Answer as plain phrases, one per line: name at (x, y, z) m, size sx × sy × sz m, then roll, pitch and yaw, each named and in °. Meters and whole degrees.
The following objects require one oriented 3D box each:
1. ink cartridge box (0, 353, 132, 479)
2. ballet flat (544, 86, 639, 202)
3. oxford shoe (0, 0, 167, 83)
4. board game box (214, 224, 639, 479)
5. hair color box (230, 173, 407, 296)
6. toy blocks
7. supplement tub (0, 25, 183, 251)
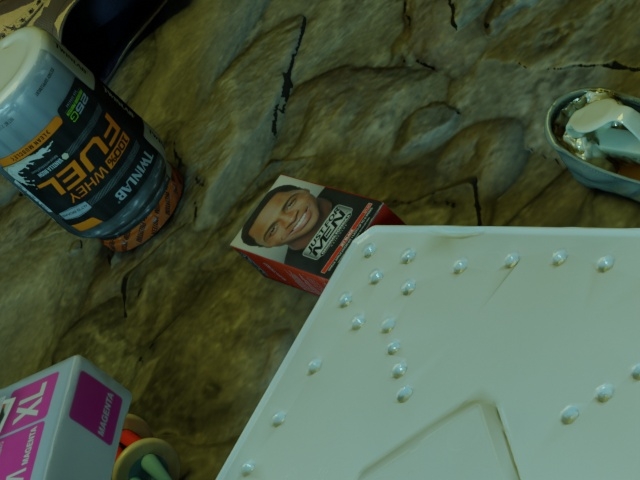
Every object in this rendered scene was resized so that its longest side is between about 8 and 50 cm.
ink cartridge box at (-0.267, 0.205, 1.118) m, size 0.311 × 0.065 × 0.186 m, roll -26°, pitch 37°, yaw 31°
ballet flat at (0.214, -0.052, 1.062) m, size 0.072 × 0.068 × 0.213 m, roll -53°, pitch 33°, yaw -11°
oxford shoe at (-0.297, -0.182, 1.754) m, size 0.363 × 0.130 × 0.133 m, roll -43°, pitch 40°, yaw 7°
board game box at (0.077, 0.162, 0.999) m, size 0.390 × 0.050 × 0.390 m, roll 1°, pitch 54°, yaw 50°
hair color box at (0.000, 0.000, 1.276) m, size 0.072 × 0.043 × 0.141 m, roll -55°, pitch 32°, yaw -12°
toy blocks at (-0.167, 0.154, 1.232) m, size 0.148 × 0.123 × 0.054 m, roll 30°, pitch 112°, yaw 58°
supplement tub at (-0.212, -0.081, 1.474) m, size 0.117 × 0.190 × 0.117 m, roll -31°, pitch 35°, yaw 25°
